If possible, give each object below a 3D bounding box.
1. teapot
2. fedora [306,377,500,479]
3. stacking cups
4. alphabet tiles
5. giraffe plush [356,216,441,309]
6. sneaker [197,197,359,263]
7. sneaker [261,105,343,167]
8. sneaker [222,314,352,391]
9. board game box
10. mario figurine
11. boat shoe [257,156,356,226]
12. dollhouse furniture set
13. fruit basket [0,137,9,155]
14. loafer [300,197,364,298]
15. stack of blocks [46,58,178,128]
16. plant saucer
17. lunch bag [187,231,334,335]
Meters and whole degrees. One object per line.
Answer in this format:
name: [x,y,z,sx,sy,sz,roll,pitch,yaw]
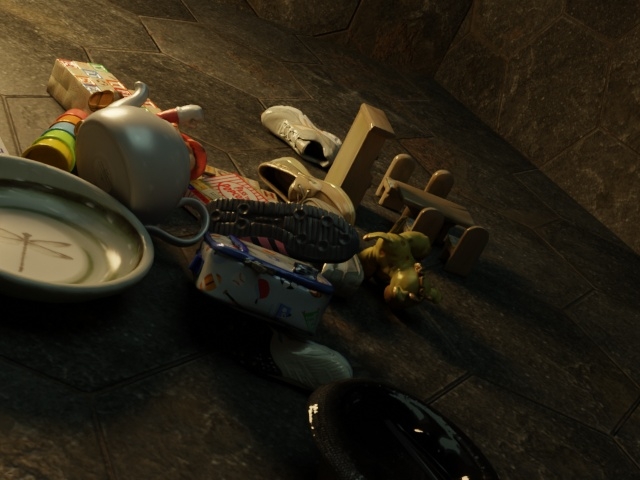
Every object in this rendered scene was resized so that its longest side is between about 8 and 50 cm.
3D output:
teapot: [-0.329,-0.140,1.705,0.187,0.256,0.252,-19,34,-38]
fedora: [0.098,0.348,1.262,0.334,0.153,0.334,23,23,-10]
stacking cups: [-0.527,-0.192,1.843,0.096,0.096,0.316,23,18,-11]
alphabet tiles: [-0.203,-0.115,2.118,0.237,0.009,0.198,17,24,-23]
giraffe plush: [0.180,0.074,1.953,0.181,0.210,0.171,-14,63,-14]
sneaker: [-0.076,-0.008,1.781,0.318,0.112,0.131,12,-21,10]
sneaker: [-0.059,-0.296,2.562,0.262,0.099,0.121,28,27,6]
sneaker: [-0.057,0.196,1.532,0.237,0.085,0.086,25,-1,1]
board game box: [-0.205,-0.080,1.978,0.146,0.045,0.193,40,28,20]
mario figurine: [-0.343,-0.199,1.888,0.320,0.198,0.170,23,38,-54]
boat shoe: [-0.037,-0.107,2.170,0.098,0.109,0.302,-9,38,-42]
dollhouse furniture set: [0.240,-0.151,2.361,0.394,0.257,0.362,20,24,-16]
fruit basket: [-0.752,-0.261,1.629,0.327,0.165,0.353,3,36,-45]
loafer: [0.000,0.000,1.961,0.111,0.112,0.319,24,22,-31]
stack of blocks: [-0.493,-0.313,2.120,0.171,0.087,0.297,-1,35,-49]
plant saucer: [-0.473,-0.002,1.456,0.400,0.101,0.400,22,23,-10]
lunch bag: [-0.114,0.065,1.579,0.243,0.115,0.303,23,-1,-12]
